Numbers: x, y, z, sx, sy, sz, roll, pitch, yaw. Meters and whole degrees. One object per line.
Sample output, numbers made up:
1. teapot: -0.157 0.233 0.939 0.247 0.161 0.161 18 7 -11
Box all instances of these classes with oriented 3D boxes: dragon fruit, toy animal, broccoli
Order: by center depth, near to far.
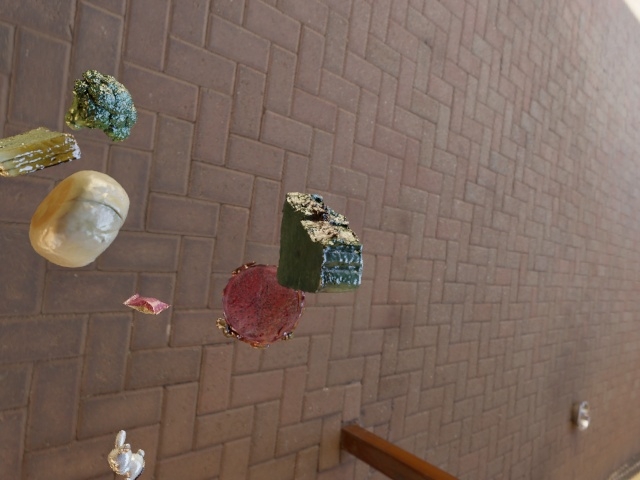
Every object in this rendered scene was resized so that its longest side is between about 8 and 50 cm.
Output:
1. toy animal: -0.529 0.590 1.130 0.085 0.071 0.124 -39 129 -22
2. dragon fruit: -0.188 0.240 1.509 0.314 0.263 0.296 6 74 -3
3. broccoli: -0.854 -0.506 1.623 0.270 0.270 0.270 -22 111 9

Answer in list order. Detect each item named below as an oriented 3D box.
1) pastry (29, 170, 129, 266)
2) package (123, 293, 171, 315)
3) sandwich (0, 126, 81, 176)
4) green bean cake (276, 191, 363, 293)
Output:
1. pastry: -0.374 -0.036 0.647 0.092 0.156 0.156 48 63 -43
2. package: -0.371 0.138 0.897 0.083 0.059 0.029 18 104 5
3. sandwich: -0.996 -0.300 1.422 0.249 0.273 0.095 -34 128 -37
4. green bean cake: 0.000 0.000 0.781 0.107 0.208 0.194 7 87 -23
